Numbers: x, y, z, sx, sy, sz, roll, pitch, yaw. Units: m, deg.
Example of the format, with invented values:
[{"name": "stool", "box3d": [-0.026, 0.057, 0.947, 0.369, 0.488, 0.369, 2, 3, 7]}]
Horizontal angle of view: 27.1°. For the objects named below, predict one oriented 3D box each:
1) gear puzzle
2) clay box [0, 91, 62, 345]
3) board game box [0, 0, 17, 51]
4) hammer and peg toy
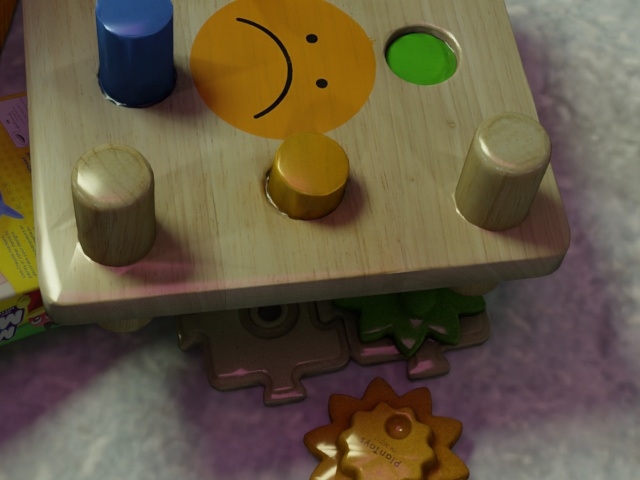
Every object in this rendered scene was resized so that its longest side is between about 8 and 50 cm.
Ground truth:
[{"name": "gear puzzle", "box3d": [0.000, 0.000, 0.734, 0.175, 0.044, 0.339, -10, 63, -4]}, {"name": "clay box", "box3d": [-0.203, -0.002, 0.694, 0.222, 0.053, 0.127, -18, 62, -31]}, {"name": "board game box", "box3d": [-0.359, -0.297, 0.718, 0.356, 0.356, 0.356, 8, 63, 4]}, {"name": "hammer and peg toy", "box3d": [-0.037, -0.128, 0.705, 0.266, 0.127, 0.361, -6, 60, -9]}]
